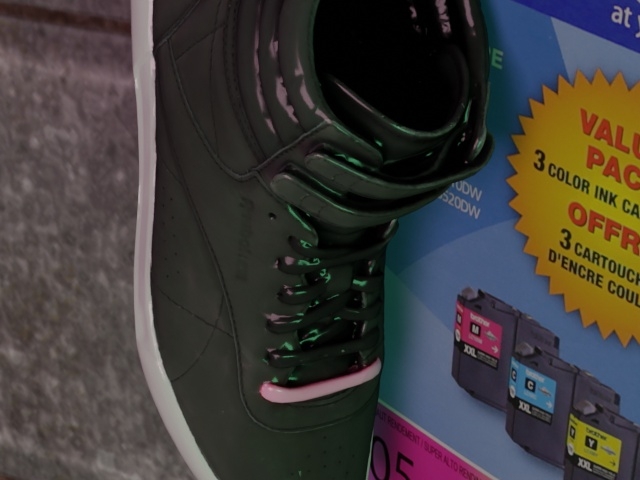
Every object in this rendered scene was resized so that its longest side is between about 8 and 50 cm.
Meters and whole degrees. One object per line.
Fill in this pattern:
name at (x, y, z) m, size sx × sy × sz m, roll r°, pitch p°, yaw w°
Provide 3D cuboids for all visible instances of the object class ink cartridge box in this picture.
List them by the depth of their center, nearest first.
ink cartridge box at (0.123, -0.041, 0.751) m, size 0.270 × 0.151 × 0.395 m, roll 31°, pitch 129°, yaw 40°

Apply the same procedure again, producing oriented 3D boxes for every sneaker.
sneaker at (0.000, 0.000, 0.709) m, size 0.147 × 0.104 × 0.295 m, roll 16°, pitch 115°, yaw 57°
